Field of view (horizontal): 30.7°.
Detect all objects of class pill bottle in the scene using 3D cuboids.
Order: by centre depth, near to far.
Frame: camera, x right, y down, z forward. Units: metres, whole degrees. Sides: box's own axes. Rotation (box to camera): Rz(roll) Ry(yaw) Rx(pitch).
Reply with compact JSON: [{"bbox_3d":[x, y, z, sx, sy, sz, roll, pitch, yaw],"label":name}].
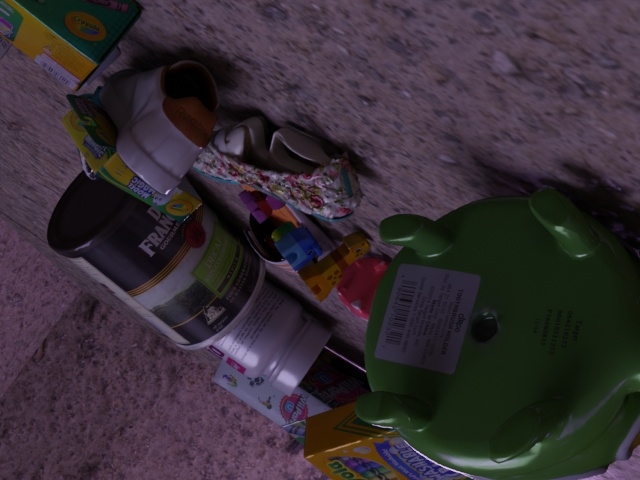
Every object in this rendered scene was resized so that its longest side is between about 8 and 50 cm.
[{"bbox_3d":[-0.132,0.137,2.020,0.283,0.160,0.160,34,166,3],"label":"pill bottle"}]

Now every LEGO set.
[{"bbox_3d":[0.000,0.000,1.422,0.087,0.093,0.227,54,180,34],"label":"LEGO set"}]

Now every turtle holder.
[{"bbox_3d":[0.205,0.082,0.983,0.320,0.243,0.227,-26,147,29],"label":"turtle holder"}]

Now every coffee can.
[{"bbox_3d":[-0.246,0.011,1.776,0.275,0.201,0.201,43,164,-34],"label":"coffee can"}]

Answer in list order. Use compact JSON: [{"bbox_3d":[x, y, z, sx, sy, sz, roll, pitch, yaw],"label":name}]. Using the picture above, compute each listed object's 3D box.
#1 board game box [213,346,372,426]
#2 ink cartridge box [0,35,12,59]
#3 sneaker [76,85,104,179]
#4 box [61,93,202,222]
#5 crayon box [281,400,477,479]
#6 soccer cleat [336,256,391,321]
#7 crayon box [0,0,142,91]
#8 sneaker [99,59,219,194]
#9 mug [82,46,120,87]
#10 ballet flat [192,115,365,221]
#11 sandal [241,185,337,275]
[{"bbox_3d":[-0.012,0.282,2.173,0.303,0.097,0.224,31,-161,21],"label":"board game box"},{"bbox_3d":[-0.528,-0.322,1.539,0.218,0.092,0.158,30,166,12],"label":"ink cartridge box"},{"bbox_3d":[-0.282,-0.144,1.512,0.110,0.107,0.275,48,176,-1],"label":"sneaker"},{"bbox_3d":[-0.219,-0.093,1.319,0.179,0.043,0.105,37,-167,-52],"label":"box"},{"bbox_3d":[0.120,0.338,1.897,0.323,0.083,0.203,-22,133,27],"label":"crayon box"},{"bbox_3d":[0.118,0.084,1.435,0.248,0.083,0.095,16,162,46],"label":"soccer cleat"},{"bbox_3d":[-0.334,-0.284,1.228,0.278,0.081,0.165,38,166,-14],"label":"crayon box"},{"bbox_3d":[-0.165,-0.149,1.291,0.106,0.123,0.290,39,-172,-28],"label":"sneaker"},{"bbox_3d":[-0.286,-0.218,1.379,0.078,0.064,0.062,27,165,31],"label":"mug"},{"bbox_3d":[-0.051,-0.092,1.262,0.241,0.091,0.077,21,131,33],"label":"ballet flat"},{"bbox_3d":[-0.063,-0.015,1.516,0.102,0.076,0.265,24,163,38],"label":"sandal"}]
